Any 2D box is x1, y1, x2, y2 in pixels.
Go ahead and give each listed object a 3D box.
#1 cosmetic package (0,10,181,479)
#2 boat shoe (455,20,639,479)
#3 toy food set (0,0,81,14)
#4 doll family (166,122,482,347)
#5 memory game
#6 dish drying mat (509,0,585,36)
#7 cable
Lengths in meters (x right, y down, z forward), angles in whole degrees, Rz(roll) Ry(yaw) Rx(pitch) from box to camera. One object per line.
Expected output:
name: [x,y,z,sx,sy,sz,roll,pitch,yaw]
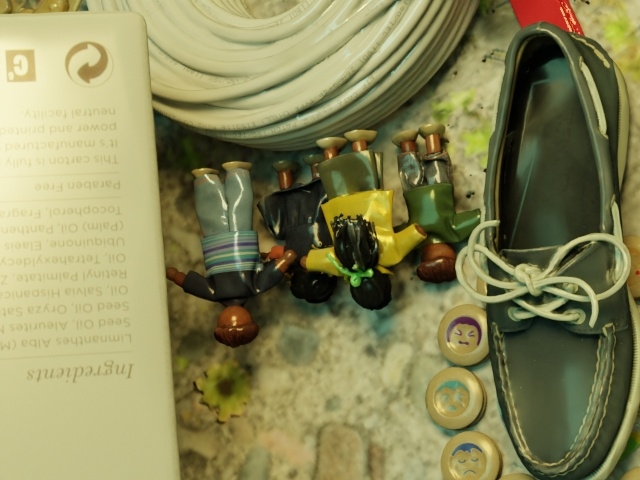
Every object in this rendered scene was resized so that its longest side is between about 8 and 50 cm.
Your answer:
cosmetic package: [-0.172,0.119,1.085,0.162,0.230,0.453,-3,77,-12]
boat shoe: [0.128,0.007,1.036,0.095,0.079,0.254,2,82,28]
toy food set: [-0.198,-0.175,1.291,0.122,0.019,0.078,27,94,37]
doll family: [0.000,0.000,1.128,0.193,0.076,0.111,-13,80,31]
memory game: [0.143,0.083,1.068,0.186,0.012,0.186,-5,79,27]
dish drying mat: [0.134,-0.124,1.110,0.032,0.008,0.083,-30,69,22]
cable: [-0.022,-0.184,1.158,0.257,0.089,0.257,-47,63,14]
